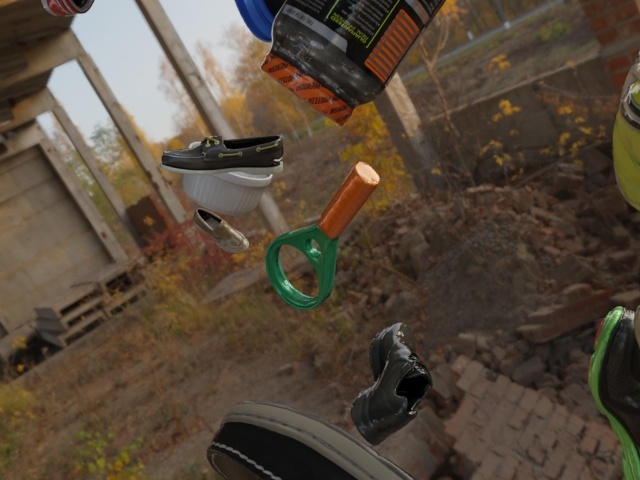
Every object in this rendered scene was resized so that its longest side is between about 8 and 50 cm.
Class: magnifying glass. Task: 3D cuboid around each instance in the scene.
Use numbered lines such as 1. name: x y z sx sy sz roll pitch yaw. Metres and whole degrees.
1. magnifying glass: 0.000 0.000 0.635 0.026 0.092 0.231 -32 -15 -38

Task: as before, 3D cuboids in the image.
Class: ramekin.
1. ramekin: -0.228 -0.143 1.404 0.207 0.207 0.108 -63 -4 -70

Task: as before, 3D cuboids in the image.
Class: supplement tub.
1. supplement tub: 0.064 -0.363 0.921 0.338 0.207 0.207 -54 8 9

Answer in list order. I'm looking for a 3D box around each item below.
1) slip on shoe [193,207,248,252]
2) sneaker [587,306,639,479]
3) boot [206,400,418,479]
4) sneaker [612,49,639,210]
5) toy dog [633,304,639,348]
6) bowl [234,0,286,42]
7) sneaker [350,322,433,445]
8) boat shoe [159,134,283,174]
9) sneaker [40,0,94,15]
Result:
1. slip on shoe: -0.210 -0.023 1.241 0.051 0.135 0.041 -47 -12 -29
2. sneaker: 0.659 0.337 1.118 0.202 0.482 0.185 -16 11 45
3. boot: -0.008 0.285 0.348 0.378 0.138 0.284 26 56 34
4. sneaker: 0.263 -0.066 0.351 0.147 0.145 0.384 -64 -12 -8
5. toy dog: 0.590 0.150 0.781 0.285 0.407 0.395 -16 39 6
6. bowl: -0.100 -0.646 1.311 0.077 0.390 0.391 -17 5 -28
7. sneaker: 0.155 0.252 1.106 0.130 0.109 0.286 -35 18 32
8. boat shoe: -0.180 -0.162 1.089 0.228 0.068 0.081 -3 25 -18
9. sneaker: -0.251 -0.281 0.577 0.067 0.118 0.042 20 34 34
